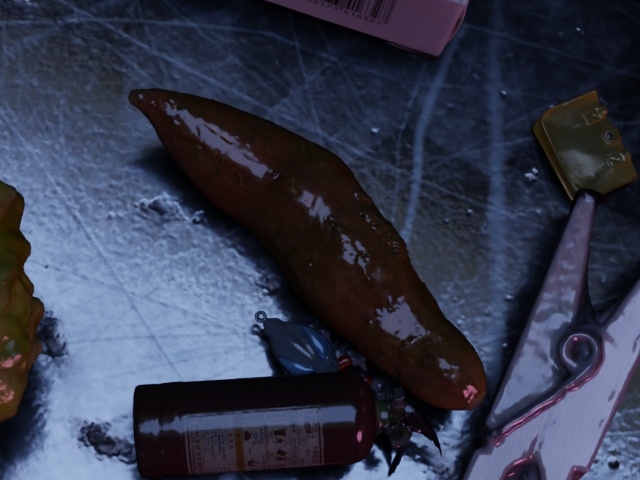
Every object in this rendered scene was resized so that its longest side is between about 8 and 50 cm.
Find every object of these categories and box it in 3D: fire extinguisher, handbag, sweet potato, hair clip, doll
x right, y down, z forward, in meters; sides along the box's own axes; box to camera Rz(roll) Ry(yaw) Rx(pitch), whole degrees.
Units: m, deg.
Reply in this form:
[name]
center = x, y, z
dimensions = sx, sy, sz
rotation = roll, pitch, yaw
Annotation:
[fire extinguisher]
center = -0.022, 0.145, 1.223
dimensions = 0.231, 0.099, 0.071
rotation = -3, 40, -3
[handbag]
center = 0.219, -0.076, 1.344
dimensions = 0.061, 0.027, 0.083
rotation = -25, 81, -14
[sweet potato]
center = 0.003, -0.007, 1.262
dimensions = 0.354, 0.095, 0.106
rotation = 44, 28, 4
[hair clip]
center = 0.180, 0.120, 1.250
dimensions = 0.101, 0.085, 0.331
rotation = 26, 74, 3
[doll]
center = -0.007, 0.093, 1.258
dimensions = 0.114, 0.039, 0.057
rotation = 37, 112, -5

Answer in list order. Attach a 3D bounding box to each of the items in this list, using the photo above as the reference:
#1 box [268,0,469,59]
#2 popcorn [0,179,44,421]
[box]
center = -0.004, -0.300, 1.338
dimensions = 0.299, 0.106, 0.200
rotation = 18, 70, -3
[popcorn]
center = -0.347, 0.072, 1.099
dimensions = 0.312, 0.312, 0.312
rotation = 2, 73, -7
